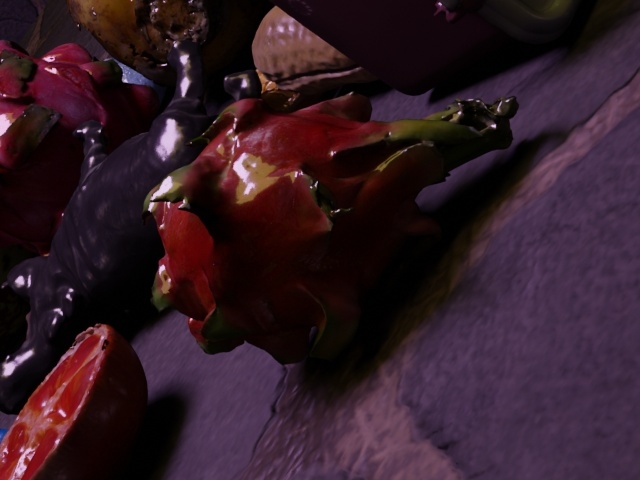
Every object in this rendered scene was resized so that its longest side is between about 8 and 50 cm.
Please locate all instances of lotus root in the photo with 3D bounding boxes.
[{"bbox_3d":[-0.152,-0.260,1.461,0.179,0.196,0.397,-61,17,13],"label":"lotus root"}]

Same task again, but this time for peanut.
[{"bbox_3d":[0.017,-0.150,1.053,0.174,0.080,0.080,-4,51,50],"label":"peanut"}]

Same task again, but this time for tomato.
[{"bbox_3d":[-0.161,0.134,0.988,0.155,0.069,0.155,-48,19,22],"label":"tomato"}]

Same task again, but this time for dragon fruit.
[{"bbox_3d":[-0.272,-0.075,1.346,0.198,0.273,0.218,5,103,54],"label":"dragon fruit"},{"bbox_3d":[0.003,-0.018,0.806,0.236,0.135,0.137,-18,29,30],"label":"dragon fruit"}]

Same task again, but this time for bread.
[{"bbox_3d":[-0.022,-0.127,1.165,0.083,0.044,0.110,-15,40,58],"label":"bread"}]

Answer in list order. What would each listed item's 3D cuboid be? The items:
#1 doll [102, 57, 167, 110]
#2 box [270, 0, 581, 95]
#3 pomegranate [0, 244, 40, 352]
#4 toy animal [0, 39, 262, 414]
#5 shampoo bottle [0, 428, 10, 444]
[{"bbox_3d":[-0.215,-0.178,1.643,0.120,0.075,0.180,-46,20,8],"label":"doll"},{"bbox_3d":[0.082,-0.244,0.922,0.167,0.193,0.294,-29,30,60],"label":"box"},{"bbox_3d":[-0.351,0.021,1.499,0.222,0.277,0.204,17,109,49],"label":"pomegranate"},{"bbox_3d":[-0.158,-0.004,1.157,0.343,0.106,0.168,-45,42,33],"label":"toy animal"},{"bbox_3d":[-0.287,0.233,1.134,0.087,0.050,0.183,-26,32,48],"label":"shampoo bottle"}]
